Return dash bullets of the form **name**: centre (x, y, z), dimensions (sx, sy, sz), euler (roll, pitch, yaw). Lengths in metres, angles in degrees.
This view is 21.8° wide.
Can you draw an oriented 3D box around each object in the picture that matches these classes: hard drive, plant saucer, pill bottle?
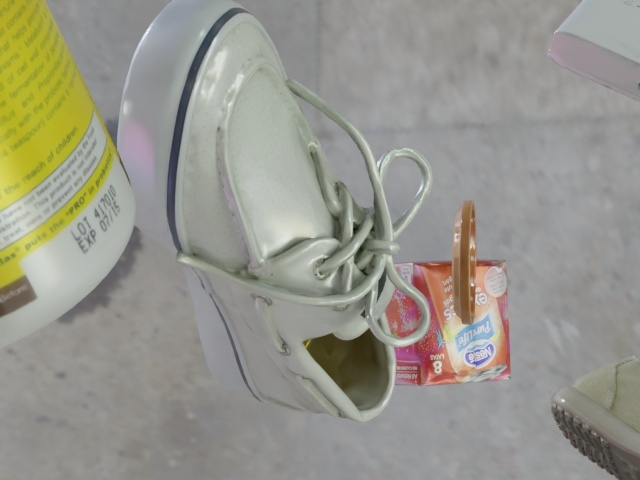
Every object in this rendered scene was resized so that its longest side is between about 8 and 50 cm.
- **hard drive**: centre (0.362, -0.209, 1.533), dimensions (0.203, 0.040, 0.307), euler (27, 42, 16)
- **plant saucer**: centre (0.096, 0.015, 1.109), dimensions (0.013, 0.083, 0.084), euler (-1, 78, 8)
- **pill bottle**: centre (-0.152, -0.071, 0.551), dimensions (0.117, 0.215, 0.117), euler (-16, 31, 10)

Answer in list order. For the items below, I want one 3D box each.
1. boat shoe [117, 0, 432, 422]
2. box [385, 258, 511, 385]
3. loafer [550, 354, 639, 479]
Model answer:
- **boat shoe**: centre (-0.004, 0.008, 0.962), dimensions (0.156, 0.367, 0.136), euler (19, 59, 21)
- **box**: centre (0.080, 0.088, 1.773), dimensions (0.257, 0.122, 0.128), euler (-5, 87, 59)
- **loafer**: centre (0.302, 0.172, 1.285), dimensions (0.268, 0.102, 0.092), euler (35, 76, 29)
